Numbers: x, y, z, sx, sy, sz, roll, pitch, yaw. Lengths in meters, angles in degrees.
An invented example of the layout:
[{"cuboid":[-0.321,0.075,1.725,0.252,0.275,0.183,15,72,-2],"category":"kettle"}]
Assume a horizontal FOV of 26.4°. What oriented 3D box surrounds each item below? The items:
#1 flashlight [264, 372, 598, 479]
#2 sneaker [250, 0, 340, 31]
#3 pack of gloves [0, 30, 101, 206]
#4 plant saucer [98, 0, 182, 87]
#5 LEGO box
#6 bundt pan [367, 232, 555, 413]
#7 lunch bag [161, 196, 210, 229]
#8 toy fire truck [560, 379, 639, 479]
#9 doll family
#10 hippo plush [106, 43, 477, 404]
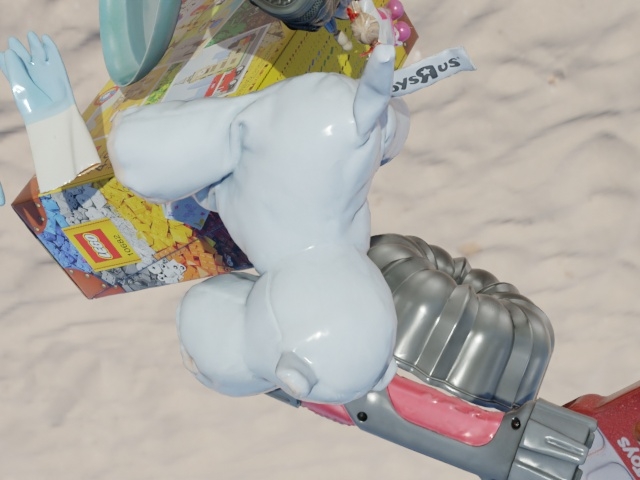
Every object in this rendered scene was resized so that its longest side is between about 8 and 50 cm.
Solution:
[{"cuboid":[0.096,0.143,1.234,0.304,0.103,0.103,18,146,15],"category":"flashlight"},{"cuboid":[-0.066,-0.298,1.500,0.087,0.227,0.130,-57,151,6],"category":"sneaker"},{"cuboid":[-0.388,-0.145,1.627,0.195,0.232,0.046,-27,152,3],"category":"pack of gloves"},{"cuboid":[-0.229,-0.356,1.765,0.044,0.317,0.317,2,146,-23],"category":"plant saucer"},{"cuboid":[-0.132,-0.174,1.896,0.372,0.500,0.193,-12,125,36],"category":"LEGO box"},{"cuboid":[0.166,0.093,1.796,0.331,0.331,0.124,18,103,-40],"category":"bundt pan"},{"cuboid":[-0.133,-0.064,1.378,0.053,0.083,0.071,20,116,-25],"category":"lunch bag"},{"cuboid":[0.386,0.251,1.310,0.254,0.302,0.169,-35,-179,42],"category":"toy fire truck"},{"cuboid":[0.007,-0.320,1.615,0.118,0.263,0.163,-15,-176,24],"category":"doll family"},{"cuboid":[0.000,0.000,1.021,0.294,0.236,0.234,-9,-179,33],"category":"hippo plush"}]
